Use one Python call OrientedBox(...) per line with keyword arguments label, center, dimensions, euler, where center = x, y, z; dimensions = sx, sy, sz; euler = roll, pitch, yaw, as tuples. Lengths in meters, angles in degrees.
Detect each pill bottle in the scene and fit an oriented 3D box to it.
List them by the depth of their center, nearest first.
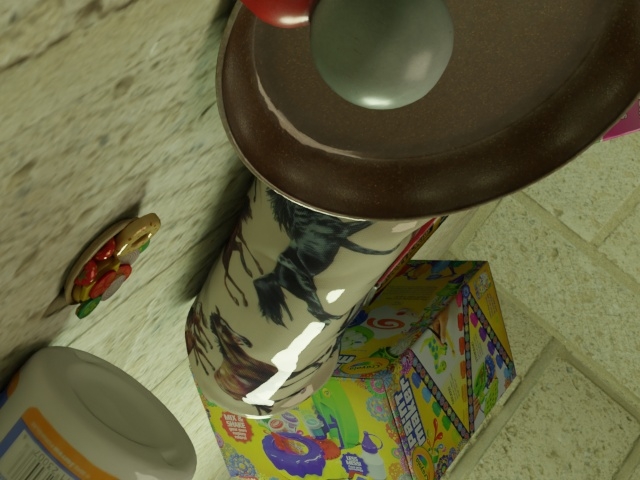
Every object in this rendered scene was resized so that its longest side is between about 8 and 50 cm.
OrientedBox(label="pill bottle", center=(-0.230, 0.226, 0.853), dimensions=(0.272, 0.152, 0.152), euler=(-51, 171, 9))

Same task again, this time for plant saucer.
OrientedBox(label="plant saucer", center=(0.082, -0.133, 0.750), dimensions=(0.311, 0.050, 0.310), euler=(-9, 142, -7))

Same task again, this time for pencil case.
OrientedBox(label="pencil case", center=(0.000, 0.000, 1.034), dimensions=(0.183, 0.160, 0.410), euler=(-49, 173, -39))

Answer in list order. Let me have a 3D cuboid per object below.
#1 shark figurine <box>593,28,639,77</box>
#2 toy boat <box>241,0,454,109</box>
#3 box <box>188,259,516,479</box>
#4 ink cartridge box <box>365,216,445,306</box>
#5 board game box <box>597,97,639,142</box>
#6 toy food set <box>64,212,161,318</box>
OrientedBox(label="shark figurine", center=(0.215, -0.235, 0.888), dimensions=(0.116, 0.166, 0.278), euler=(25, 65, -54))
OrientedBox(label="toy boat", center=(0.046, -0.200, 0.454), dimensions=(0.267, 0.148, 0.318), euler=(-41, 168, -45))
OrientedBox(label="box", center=(0.046, 0.163, 1.437), dimensions=(0.290, 0.177, 0.279), euler=(0, -153, 37))
OrientedBox(label="ink cartridge box", center=(0.113, -0.091, 1.282), dimensions=(0.309, 0.130, 0.272), euler=(-49, 174, -7))
OrientedBox(label="board game box", center=(0.307, -0.231, 1.005), dimensions=(0.317, 0.242, 0.064), euler=(-17, -164, -22))
OrientedBox(label="toy food set", center=(-0.149, 0.017, 0.810), dimensions=(0.083, 0.020, 0.082), euler=(-44, 170, -37))
